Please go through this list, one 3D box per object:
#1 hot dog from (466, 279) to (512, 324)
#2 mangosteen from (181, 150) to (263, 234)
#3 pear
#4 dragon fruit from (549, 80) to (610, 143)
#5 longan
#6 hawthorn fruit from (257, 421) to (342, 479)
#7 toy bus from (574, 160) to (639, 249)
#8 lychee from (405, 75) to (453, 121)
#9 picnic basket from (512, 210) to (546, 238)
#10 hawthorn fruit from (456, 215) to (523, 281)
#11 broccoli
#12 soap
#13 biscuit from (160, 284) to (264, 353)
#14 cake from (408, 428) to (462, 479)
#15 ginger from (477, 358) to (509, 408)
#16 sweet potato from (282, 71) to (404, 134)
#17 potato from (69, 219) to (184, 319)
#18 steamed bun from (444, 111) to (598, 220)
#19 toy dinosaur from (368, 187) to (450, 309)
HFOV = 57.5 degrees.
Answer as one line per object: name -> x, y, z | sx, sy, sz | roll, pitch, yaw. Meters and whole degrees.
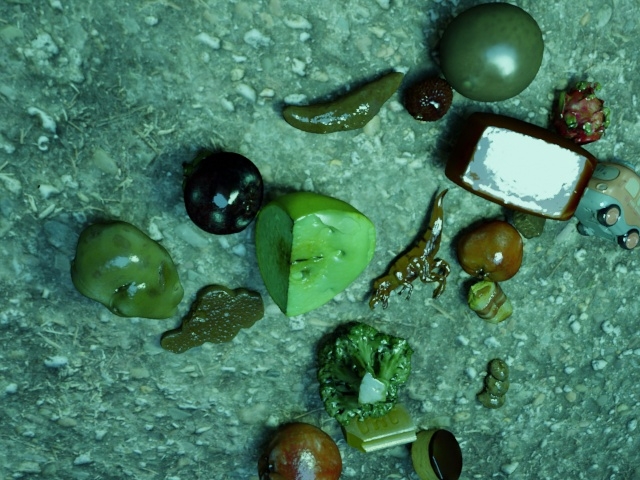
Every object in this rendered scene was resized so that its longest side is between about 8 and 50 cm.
hot dog -> 0.540, 0.190, 1.909 | 0.123, 0.093, 0.261 | -47, 133, -1
mangosteen -> -0.258, -0.119, 1.482 | 0.216, 0.216, 0.216 | -6, 116, -13
pear -> 0.000, 0.000, 1.588 | 0.318, 0.238, 0.342 | -13, 131, -26
dragon fruit -> 0.741, -0.362, 1.670 | 0.160, 0.167, 0.171 | -11, 87, 32
longan -> 0.429, -0.471, 1.474 | 0.258, 0.258, 0.257 | -6, 116, -13
hawthorn fruit -> -0.073, 0.731, 1.904 | 0.285, 0.284, 0.284 | -6, 116, -13
toy bus -> 0.911, -0.121, 1.817 | 0.288, 0.194, 0.232 | 40, 91, -27
lychee -> 0.294, -0.375, 1.556 | 0.129, 0.123, 0.123 | -33, 120, -13
picnic basket -> 0.648, -0.100, 1.765 | 0.110, 0.055, 0.193 | 42, 62, -26
hawthorn fruit -> 0.534, 0.016, 1.793 | 0.196, 0.197, 0.225 | 41, 71, -28
broccoli -> 0.142, 0.420, 1.798 | 0.304, 0.283, 0.320 | 2, 96, -6
soap -> 0.195, 0.642, 1.994 | 0.232, 0.140, 0.073 | -9, 113, -11
biscuit -> -0.321, 0.232, 1.707 | 0.320, 0.047, 0.183 | -35, 117, 2
cake -> 0.393, 0.783, 2.109 | 0.178, 0.185, 0.208 | -21, 148, 36
ginger -> 0.631, 0.517, 2.094 | 0.105, 0.080, 0.204 | 3, 116, -11
sweet potato -> 0.074, -0.343, 1.522 | 0.342, 0.092, 0.114 | -20, 102, -7
potato -> -0.488, 0.092, 1.514 | 0.218, 0.202, 0.351 | -45, 132, -5
steamed bun -> 0.546, -0.211, 1.624 | 0.380, 0.248, 0.234 | 18, 111, -3
toy dinosaur -> 0.324, 0.063, 1.788 | 0.208, 0.097, 0.432 | 33, 99, -17
